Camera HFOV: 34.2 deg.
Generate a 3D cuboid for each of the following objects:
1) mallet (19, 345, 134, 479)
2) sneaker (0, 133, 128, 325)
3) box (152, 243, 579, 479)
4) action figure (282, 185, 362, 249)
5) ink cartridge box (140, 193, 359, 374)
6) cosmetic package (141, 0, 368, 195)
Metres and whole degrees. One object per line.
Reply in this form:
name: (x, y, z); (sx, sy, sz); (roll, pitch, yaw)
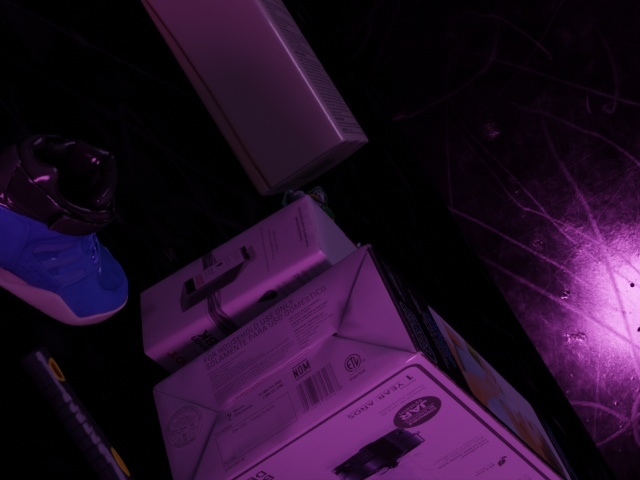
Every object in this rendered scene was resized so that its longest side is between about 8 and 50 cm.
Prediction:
mallet: (-0.090, 0.134, 0.503); (0.190, 0.039, 0.062); (53, 10, -3)
sneaker: (-0.130, -0.007, 0.559); (0.152, 0.084, 0.058); (39, 23, -55)
box: (0.046, 0.142, 0.686); (0.290, 0.169, 0.087); (42, 18, -45)
action figure: (0.000, 0.000, 1.085); (0.137, 0.063, 0.232); (48, 13, -25)
ink cartridge box: (-0.034, 0.047, 0.675); (0.099, 0.135, 0.056); (46, 21, -40)
cosmetic package: (-0.082, -0.210, 1.144); (0.309, 0.113, 0.160); (58, 13, 3)
